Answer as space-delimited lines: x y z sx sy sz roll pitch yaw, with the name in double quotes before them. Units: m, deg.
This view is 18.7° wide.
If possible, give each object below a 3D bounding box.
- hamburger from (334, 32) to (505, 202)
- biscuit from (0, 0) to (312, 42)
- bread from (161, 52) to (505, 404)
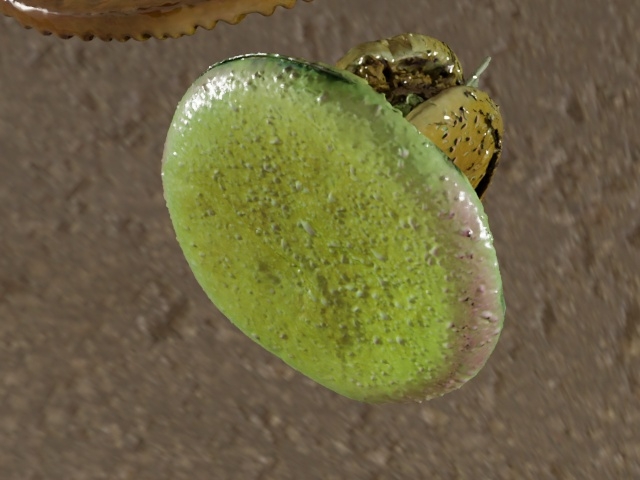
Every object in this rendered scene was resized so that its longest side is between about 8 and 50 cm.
"hamburger" 0.071 -0.070 1.502 0.185 0.177 0.113 -42 54 3
"biscuit" -0.074 -0.220 1.304 0.317 0.040 0.318 -11 35 8
"bread" 0.003 -0.002 1.405 0.301 0.301 0.045 27 47 20
